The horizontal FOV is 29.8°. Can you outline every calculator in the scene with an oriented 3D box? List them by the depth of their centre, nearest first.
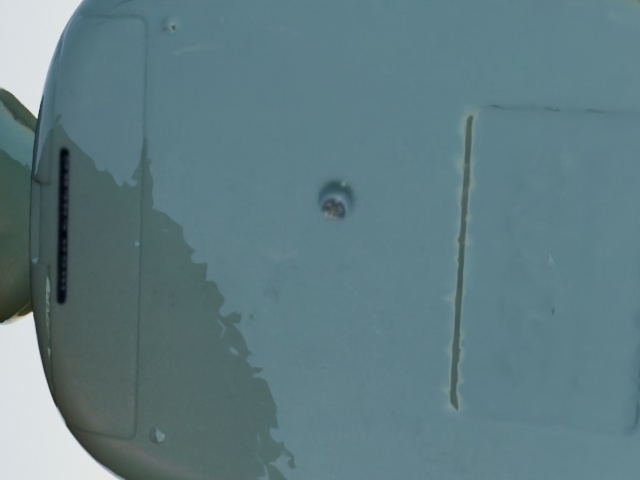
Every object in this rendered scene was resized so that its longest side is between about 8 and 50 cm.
[{"bbox_3d":[0.000,0.000,0.358,0.042,0.295,0.184,-12,-75,-66],"label":"calculator"}]
